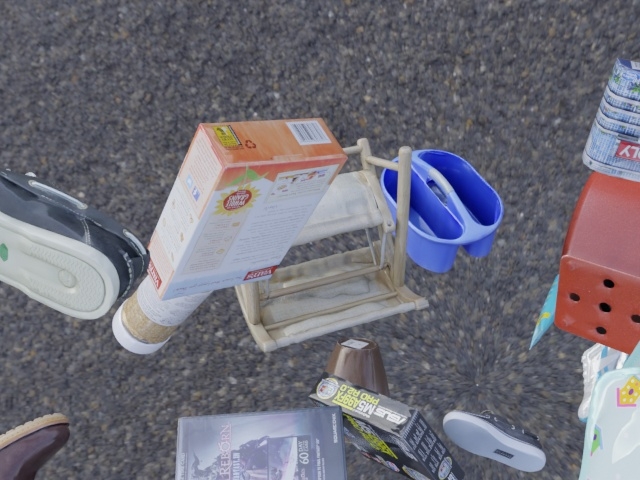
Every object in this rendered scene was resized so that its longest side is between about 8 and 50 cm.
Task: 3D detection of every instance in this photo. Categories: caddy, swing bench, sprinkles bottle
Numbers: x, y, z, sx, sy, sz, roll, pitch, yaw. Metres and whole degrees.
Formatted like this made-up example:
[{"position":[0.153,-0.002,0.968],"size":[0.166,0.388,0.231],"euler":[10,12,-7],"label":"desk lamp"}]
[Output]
[{"position":[0.293,-0.089,1.729],"size":[0.242,0.179,0.341],"euler":[-21,49,-14],"label":"caddy"},{"position":[0.000,0.000,1.034],"size":[0.254,0.165,0.254],"euler":[-13,107,-17],"label":"swing bench"},{"position":[-0.288,0.097,1.385],"size":[0.355,0.121,0.121],"euler":[-43,69,39],"label":"sprinkles bottle"}]

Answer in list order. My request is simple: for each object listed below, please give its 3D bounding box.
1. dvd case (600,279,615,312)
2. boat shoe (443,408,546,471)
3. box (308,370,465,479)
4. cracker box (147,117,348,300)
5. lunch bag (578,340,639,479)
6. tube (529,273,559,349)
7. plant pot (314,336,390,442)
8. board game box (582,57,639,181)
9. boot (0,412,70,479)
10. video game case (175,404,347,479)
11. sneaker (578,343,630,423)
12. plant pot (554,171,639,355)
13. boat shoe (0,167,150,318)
[{"position":[0.613,0.027,1.350],"size":[0.239,0.030,0.179],"euler":[-21,90,-20],"label":"dvd case"},{"position":[0.335,0.368,1.355],"size":[0.229,0.080,0.076],"euler":[24,40,-11],"label":"boat shoe"},{"position":[0.125,0.360,1.300],"size":[0.216,0.270,0.060],"euler":[15,61,41],"label":"box"},{"position":[-0.092,-0.033,0.793],"size":[0.067,0.156,0.232],"euler":[59,137,25],"label":"cracker box"},{"position":[0.370,0.166,0.608],"size":[0.262,0.223,0.160],"euler":[-34,100,-29],"label":"lunch bag"},{"position":[0.548,0.165,1.667],"size":[0.052,0.080,0.207],"euler":[25,54,21],"label":"tube"},{"position":[0.089,0.379,1.851],"size":[0.216,0.215,0.230],"euler":[5,100,13],"label":"plant pot"},{"position":[0.450,-0.118,0.905],"size":[0.194,0.060,0.194],"euler":[13,126,9],"label":"board game box"},{"position":[-0.336,0.337,0.769],"size":[0.248,0.090,0.207],"euler":[-39,75,-19],"label":"boot"},{"position":[-0.095,0.371,1.128],"size":[0.275,0.026,0.196],"euler":[-4,58,1],"label":"video game case"},{"position":[0.631,0.304,1.587],"size":[0.092,0.087,0.228],"euler":[22,75,39],"label":"sneaker"},{"position":[0.583,0.063,1.330],"size":[0.267,0.267,0.236],"euler":[21,43,34],"label":"plant pot"},{"position":[-0.250,-0.020,0.565],"size":[0.233,0.079,0.084],"euler":[28,124,4],"label":"boat shoe"}]
